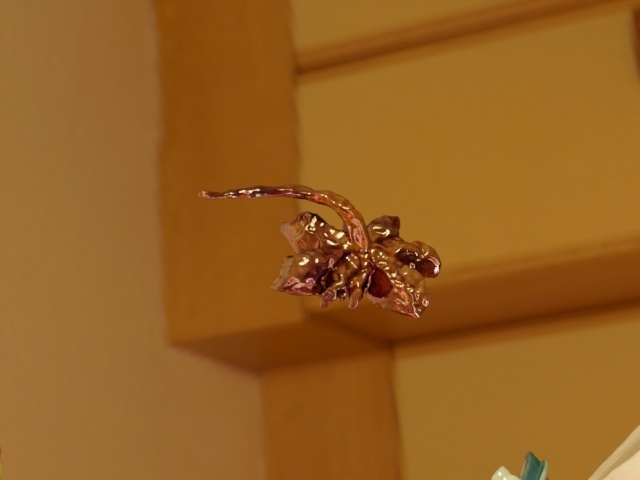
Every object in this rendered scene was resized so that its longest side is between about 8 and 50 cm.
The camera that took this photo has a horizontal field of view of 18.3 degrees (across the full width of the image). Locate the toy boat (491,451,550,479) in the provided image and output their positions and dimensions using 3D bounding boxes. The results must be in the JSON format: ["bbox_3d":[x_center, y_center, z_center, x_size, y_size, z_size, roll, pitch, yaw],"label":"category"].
[{"bbox_3d":[0.160,0.300,1.974,0.238,0.098,0.109,-45,-18,-32],"label":"toy boat"}]

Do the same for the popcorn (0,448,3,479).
[{"bbox_3d":[-0.263,0.128,1.129,0.173,0.142,0.173,39,-143,-39],"label":"popcorn"}]

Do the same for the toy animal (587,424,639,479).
[{"bbox_3d":[0.304,0.240,1.399,0.265,0.206,0.272,48,-159,5],"label":"toy animal"}]

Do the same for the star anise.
[{"bbox_3d":[0.000,0.000,1.456,0.070,0.191,0.097,113,164,-47],"label":"star anise"}]
